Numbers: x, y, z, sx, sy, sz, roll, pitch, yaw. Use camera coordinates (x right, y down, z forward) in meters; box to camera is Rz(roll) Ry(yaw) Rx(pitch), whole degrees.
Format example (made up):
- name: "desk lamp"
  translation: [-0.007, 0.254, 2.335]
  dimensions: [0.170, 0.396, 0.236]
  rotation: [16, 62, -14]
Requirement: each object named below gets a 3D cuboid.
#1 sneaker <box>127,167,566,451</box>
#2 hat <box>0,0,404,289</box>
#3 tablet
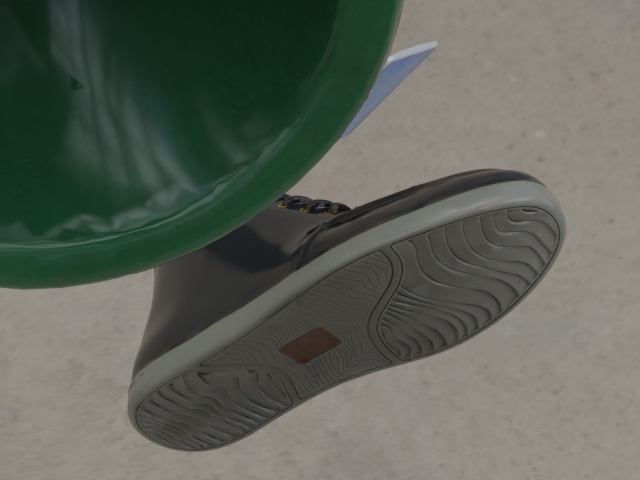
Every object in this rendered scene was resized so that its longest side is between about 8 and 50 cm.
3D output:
- name: "sneaker"
  translation: [0.000, 0.000, 0.607]
  dimensions: [0.083, 0.222, 0.118]
  rotation: [43, 29, -41]
- name: "hat"
  translation: [-0.088, -0.120, 0.351]
  dimensions: [0.172, 0.209, 0.184]
  rotation: [-18, 47, -6]
- name: "tablet"
  translation: [0.024, -0.077, 0.711]
  dimensions: [0.006, 0.083, 0.054]
  rotation: [52, 37, 8]
